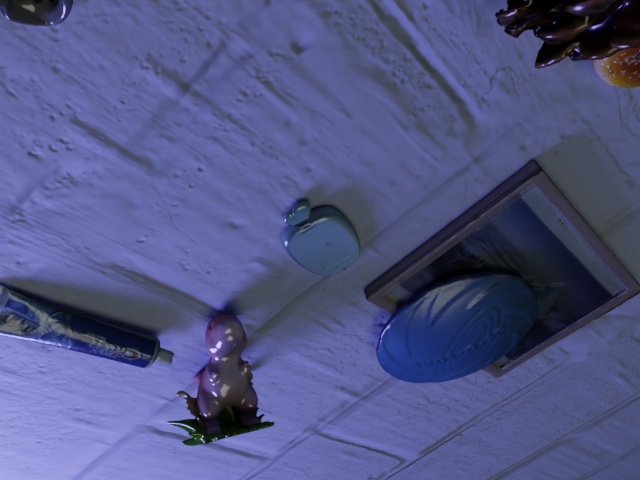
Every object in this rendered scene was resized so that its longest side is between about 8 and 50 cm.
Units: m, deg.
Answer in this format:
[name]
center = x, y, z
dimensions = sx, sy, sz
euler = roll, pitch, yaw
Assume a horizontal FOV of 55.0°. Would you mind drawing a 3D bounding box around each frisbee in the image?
[frisbee]
center = 0.236, 0.166, 1.035
dimensions = 0.290, 0.049, 0.289
euler = -9, 136, -9

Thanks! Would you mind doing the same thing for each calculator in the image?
[calculator]
center = 0.000, 0.000, 0.853
dimensions = 0.095, 0.021, 0.153
euler = -30, 138, 11

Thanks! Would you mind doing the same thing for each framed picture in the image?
[framed picture]
center = 0.326, 0.084, 1.040
dimensions = 0.326, 0.028, 0.446
euler = -40, 132, 20

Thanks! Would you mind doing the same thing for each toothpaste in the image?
[toothpaste]
center = -0.327, 0.130, 0.856
dimensions = 0.269, 0.047, 0.069
euler = 25, 134, -31

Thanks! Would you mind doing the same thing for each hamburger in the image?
[hamburger]
center = 0.376, -0.240, 0.703
dimensions = 0.127, 0.081, 0.141
euler = 5, 132, -23

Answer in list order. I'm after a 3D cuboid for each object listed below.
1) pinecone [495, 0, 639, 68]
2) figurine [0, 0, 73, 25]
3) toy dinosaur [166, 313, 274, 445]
[pinecone]
center = 0.263, -0.282, 0.528
dimensions = 0.244, 0.243, 0.257
euler = -6, 114, -13
[figurine]
center = -0.248, -0.265, 0.386
dimensions = 0.285, 0.167, 0.342
euler = -11, 139, 12
[toy dinosaur]
center = -0.163, 0.212, 0.933
dimensions = 0.152, 0.176, 0.194
euler = -8, 164, -18
